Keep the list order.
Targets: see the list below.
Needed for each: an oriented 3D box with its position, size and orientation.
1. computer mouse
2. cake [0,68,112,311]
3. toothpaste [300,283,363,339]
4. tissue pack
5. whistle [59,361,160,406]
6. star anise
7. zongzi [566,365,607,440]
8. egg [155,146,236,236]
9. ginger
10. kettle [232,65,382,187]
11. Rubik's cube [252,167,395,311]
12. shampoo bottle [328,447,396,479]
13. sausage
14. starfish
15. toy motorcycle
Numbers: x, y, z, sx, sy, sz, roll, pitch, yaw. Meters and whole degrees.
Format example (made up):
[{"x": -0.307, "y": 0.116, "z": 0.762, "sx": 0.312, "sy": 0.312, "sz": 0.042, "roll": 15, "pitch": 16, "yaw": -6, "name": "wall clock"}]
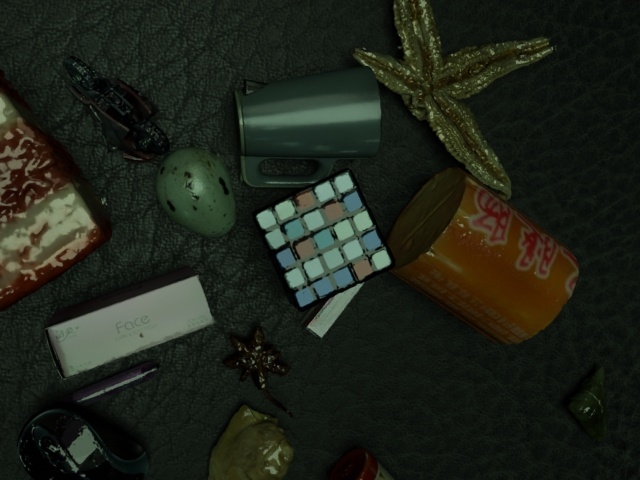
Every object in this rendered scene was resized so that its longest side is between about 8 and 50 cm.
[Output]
[{"x": -0.396, "y": 0.374, "z": 1.055, "sx": 0.137, "sy": 0.096, "sz": 0.233, "roll": -48, "pitch": 115, "yaw": -3, "name": "computer mouse"}, {"x": -0.491, "y": -0.064, "z": 0.909, "sx": 0.270, "sy": 0.269, "sz": 0.319, "roll": -38, "pitch": 103, "yaw": -10, "name": "cake"}, {"x": 0.040, "y": 0.096, "z": 1.192, "sx": 0.040, "sy": 0.047, "sz": 0.196, "roll": 40, "pitch": 84, "yaw": -19, "name": "toothpaste"}, {"x": -0.316, "y": 0.128, "z": 1.044, "sx": 0.246, "sy": 0.148, "sz": 0.092, "roll": -20, "pitch": 99, "yaw": -15, "name": "tissue pack"}, {"x": -0.367, "y": 0.255, "z": 1.098, "sx": 0.176, "sy": 0.033, "sz": 0.033, "roll": -20, "pitch": 100, "yaw": -13, "name": "whistle"}, {"x": -0.103, "y": 0.247, "z": 1.156, "sx": 0.097, "sy": 0.070, "sz": 0.190, "roll": -39, "pitch": 106, "yaw": -11, "name": "star anise"}, {"x": 0.622, "y": 0.370, "z": 1.384, "sx": 0.130, "sy": 0.062, "sz": 0.154, "roll": -47, "pitch": 112, "yaw": -19, "name": "zongzi"}, {"x": -0.203, "y": -0.080, "z": 1.066, "sx": 0.131, "sy": 0.131, "sz": 0.164, "roll": -43, "pitch": 118, "yaw": -8, "name": "egg"}, {"x": -0.126, "y": 0.420, "z": 1.145, "sx": 0.115, "sy": 0.122, "sz": 0.193, "roll": 25, "pitch": 94, "yaw": -37, "name": "ginger"}, {"x": -0.029, "y": -0.192, "z": 1.111, "sx": 0.243, "sy": 0.160, "sz": 0.210, "roll": -7, "pitch": 126, "yaw": -8, "name": "kettle"}, {"x": 0.000, "y": 0.000, "z": 1.078, "sx": 0.184, "sy": 0.187, "sz": 0.182, "roll": -24, "pitch": 91, "yaw": -7, "name": "Rubik's cube"}, {"x": 0.140, "y": 0.537, "z": 1.232, "sx": 0.104, "sy": 0.104, "sz": 0.278, "roll": -43, "pitch": 105, "yaw": -8, "name": "shampoo bottle"}, {"x": 0.296, "y": 0.031, "z": 1.165, "sx": 0.287, "sy": 0.233, "sz": 0.233, "roll": 34, "pitch": 85, "yaw": -17, "name": "sausage"}, {"x": 0.271, "y": -0.315, "z": 1.199, "sx": 0.432, "sy": 0.082, "sz": 0.324, "roll": 36, "pitch": 81, "yaw": -11, "name": "starfish"}, {"x": -0.335, "y": -0.209, "z": 1.034, "sx": 0.213, "sy": 0.122, "sz": 0.082, "roll": 43, "pitch": 59, "yaw": -3, "name": "toy motorcycle"}]
